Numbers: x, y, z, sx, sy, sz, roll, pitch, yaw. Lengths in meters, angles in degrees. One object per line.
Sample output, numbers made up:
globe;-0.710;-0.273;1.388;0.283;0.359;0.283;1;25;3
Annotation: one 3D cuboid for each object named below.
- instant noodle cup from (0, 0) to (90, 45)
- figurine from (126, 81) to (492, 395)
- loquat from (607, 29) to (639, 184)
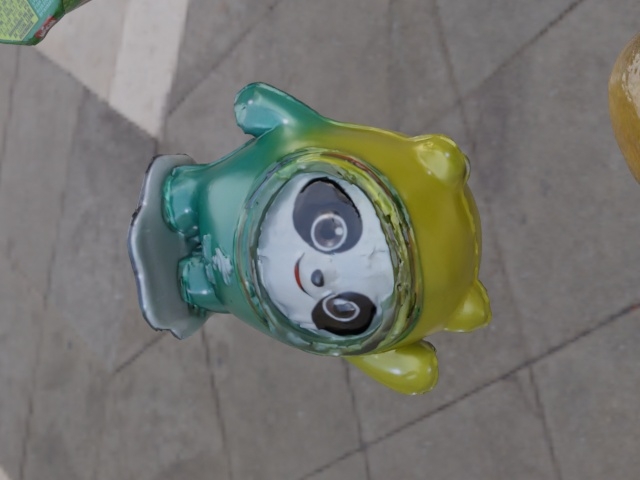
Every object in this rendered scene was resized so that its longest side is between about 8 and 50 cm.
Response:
instant noodle cup;-0.245;-0.320;1.240;0.207;0.233;0.207;17;122;30
figurine;0.000;0.000;1.233;0.340;0.231;0.323;0;108;27
loquat;0.408;-0.138;1.304;0.238;0.193;0.238;167;90;-83
